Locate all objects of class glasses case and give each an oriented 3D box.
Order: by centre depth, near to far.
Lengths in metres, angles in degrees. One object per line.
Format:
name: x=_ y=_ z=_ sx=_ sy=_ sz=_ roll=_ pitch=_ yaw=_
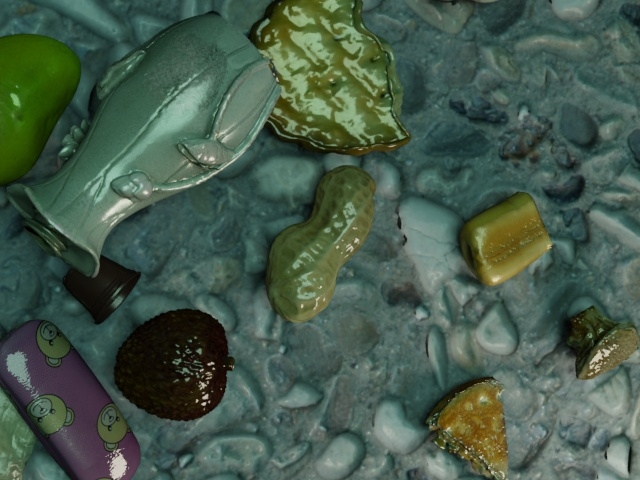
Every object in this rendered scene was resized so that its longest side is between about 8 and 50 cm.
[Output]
glasses case: x=-0.394 y=0.266 z=1.693 sx=0.123 sy=0.076 sz=0.316 roll=-45 pitch=115 yaw=-35

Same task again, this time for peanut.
peanut: x=0.000 y=0.000 z=1.851 sx=0.136 sy=0.120 sz=0.298 roll=38 pitch=73 yaw=-19

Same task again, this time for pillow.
pillow: x=-0.510 y=0.306 z=1.691 sx=0.148 sy=0.050 sz=0.229 roll=27 pitch=75 yaw=-25

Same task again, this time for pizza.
pizza: x=0.287 y=0.356 z=1.967 sx=0.185 sy=0.052 sz=0.195 roll=-26 pitch=91 yaw=-26

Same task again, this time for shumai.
shumai: x=0.520 y=0.183 z=2.037 sx=0.146 sy=0.145 sz=0.116 roll=-27 pitch=54 yaw=-19

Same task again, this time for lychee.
lychee: x=-0.228 y=0.200 z=1.732 sx=0.195 sy=0.194 sz=0.194 roll=1 pitch=87 yaw=-19

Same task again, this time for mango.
mango: x=-0.499 y=-0.208 z=1.670 sx=0.185 sy=0.149 sz=0.272 roll=30 pitch=74 yaw=-20

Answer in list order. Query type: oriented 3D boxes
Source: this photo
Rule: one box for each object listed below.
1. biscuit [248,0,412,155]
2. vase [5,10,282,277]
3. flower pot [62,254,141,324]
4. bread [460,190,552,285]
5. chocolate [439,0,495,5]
biscuit: x=0.025 y=-0.313 z=1.903 sx=0.329 sy=0.078 sz=0.334 roll=15 pitch=82 yaw=-15
vase: x=-0.274 y=-0.149 z=1.686 sx=0.250 sy=0.250 sz=0.445 roll=48 pitch=71 yaw=-11
flower pot: x=-0.357 y=0.067 z=1.737 sx=0.089 sy=0.111 sz=0.111 roll=39 pitch=75 yaw=2
bread: x=0.335 y=-0.002 z=1.985 sx=0.173 sy=0.085 sz=0.134 roll=-26 pitch=99 yaw=-20
chocolate: x=0.290 y=-0.510 z=1.973 sx=0.147 sy=0.221 sz=0.221 roll=17 pitch=81 yaw=-46
